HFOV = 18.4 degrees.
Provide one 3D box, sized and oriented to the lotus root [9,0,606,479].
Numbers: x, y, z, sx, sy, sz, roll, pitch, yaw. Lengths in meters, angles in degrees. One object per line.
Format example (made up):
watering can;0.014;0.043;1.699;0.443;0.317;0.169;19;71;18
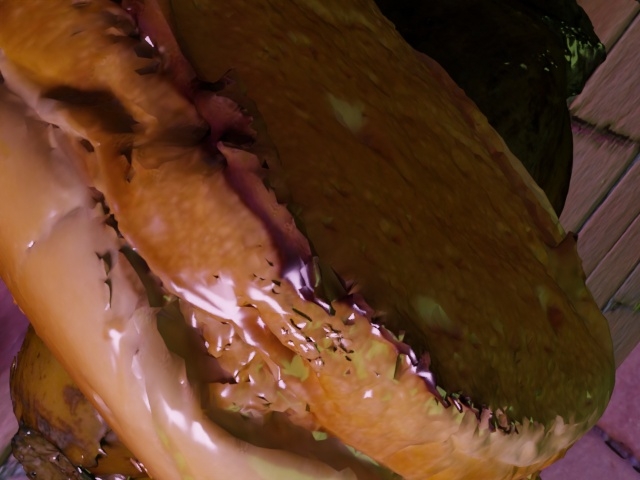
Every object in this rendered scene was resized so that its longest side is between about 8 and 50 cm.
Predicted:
lotus root;0.000;0.000;1.066;0.397;0.179;0.196;-42;163;-18

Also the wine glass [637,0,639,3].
wine glass;0.325;-0.308;1.105;0.406;0.267;0.267;-50;162;-8

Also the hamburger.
hamburger;-0.028;-0.014;0.795;0.174;0.304;0.284;-42;154;11
